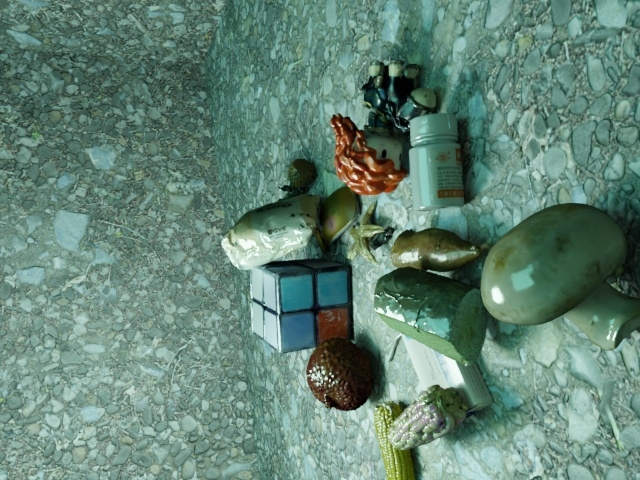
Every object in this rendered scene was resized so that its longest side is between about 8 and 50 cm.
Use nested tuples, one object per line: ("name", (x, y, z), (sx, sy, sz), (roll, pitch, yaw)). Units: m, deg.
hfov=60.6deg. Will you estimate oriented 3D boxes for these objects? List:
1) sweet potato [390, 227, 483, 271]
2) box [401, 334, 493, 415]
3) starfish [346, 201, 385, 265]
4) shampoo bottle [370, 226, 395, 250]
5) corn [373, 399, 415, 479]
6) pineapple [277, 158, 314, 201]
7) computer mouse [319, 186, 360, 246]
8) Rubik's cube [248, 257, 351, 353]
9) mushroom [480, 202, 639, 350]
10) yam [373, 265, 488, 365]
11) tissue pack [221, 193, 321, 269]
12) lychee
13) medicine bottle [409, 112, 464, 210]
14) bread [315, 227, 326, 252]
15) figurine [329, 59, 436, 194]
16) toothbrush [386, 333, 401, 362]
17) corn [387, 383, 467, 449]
("sweet potato", (0.331, 0.026, 1.495), (0.337, 0.131, 0.131), (-3, 91, 61))
("box", (0.346, 0.340, 1.577), (0.200, 0.065, 0.343), (-59, 42, 50))
("starfish", (0.156, -0.017, 1.909), (0.277, 0.062, 0.235), (-109, 40, -60))
("shampoo bottle", (0.211, -0.008, 1.853), (0.137, 0.027, 0.048), (132, 138, -56))
("corn", (0.248, 0.682, 1.799), (0.106, 0.106, 0.304), (-28, 73, 62))
("pineapple", (-0.109, -0.231, 2.401), (0.119, 0.130, 0.277), (43, 136, 15))
("computer mouse", (0.058, -0.088, 2.114), (0.310, 0.072, 0.158), (134, 129, -58))
("Rubik's cube", (-0.082, 0.243, 2.167), (0.313, 0.319, 0.315), (-170, 77, -64))
("mushroom", (0.473, 0.087, 1.073), (0.290, 0.298, 0.297), (52, 145, 11))
("yam", (0.290, 0.181, 1.457), (0.272, 0.202, 0.201), (10, 60, 40))
("tissue pack", (-0.173, -0.044, 2.162), (0.390, 0.376, 0.195), (-83, -26, -70))
("lychee", (0.071, 0.485, 1.982), (0.261, 0.261, 0.260), (176, 90, -64))
("medicine bottle", (0.311, -0.207, 1.481), (0.144, 0.145, 0.251), (-7, 89, 64))
("bread", (0.000, 0.000, 2.256), (0.110, 0.025, 0.109), (-20, -90, -89))
("figurine", (0.190, -0.345, 1.669), (0.306, 0.241, 0.411), (44, 118, 23))
("toothbrush", (0.256, 0.336, 1.821), (0.022, 0.017, 0.204), (46, 134, 39))
("corn", (0.285, 0.507, 1.523), (0.335, 0.127, 0.126), (114, 143, -50))
